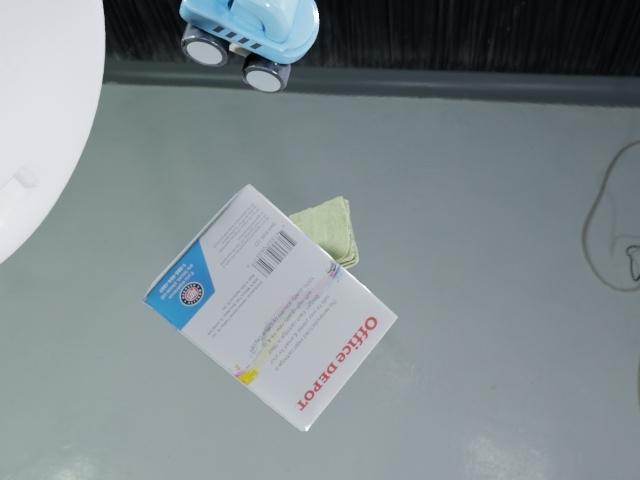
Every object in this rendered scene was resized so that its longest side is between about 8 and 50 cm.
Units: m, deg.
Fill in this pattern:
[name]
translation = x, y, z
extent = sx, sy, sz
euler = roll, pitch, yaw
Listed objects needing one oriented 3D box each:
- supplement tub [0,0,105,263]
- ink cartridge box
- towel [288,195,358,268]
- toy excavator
[supplement tub]
translation = -0.315, -0.124, 0.308
extent = 0.325, 0.235, 0.235
euler = 21, 65, 4
[ink cartridge box]
translation = -0.065, 0.075, 0.713
extent = 0.233, 0.168, 0.171
euler = 43, 81, -10
[towel]
translation = 0.000, 0.000, 0.888
extent = 0.110, 0.027, 0.148
euler = -20, 44, 12
[toy excavator]
translation = -0.168, -0.544, 1.159
extent = 0.433, 0.445, 0.222
euler = 20, 70, -19
